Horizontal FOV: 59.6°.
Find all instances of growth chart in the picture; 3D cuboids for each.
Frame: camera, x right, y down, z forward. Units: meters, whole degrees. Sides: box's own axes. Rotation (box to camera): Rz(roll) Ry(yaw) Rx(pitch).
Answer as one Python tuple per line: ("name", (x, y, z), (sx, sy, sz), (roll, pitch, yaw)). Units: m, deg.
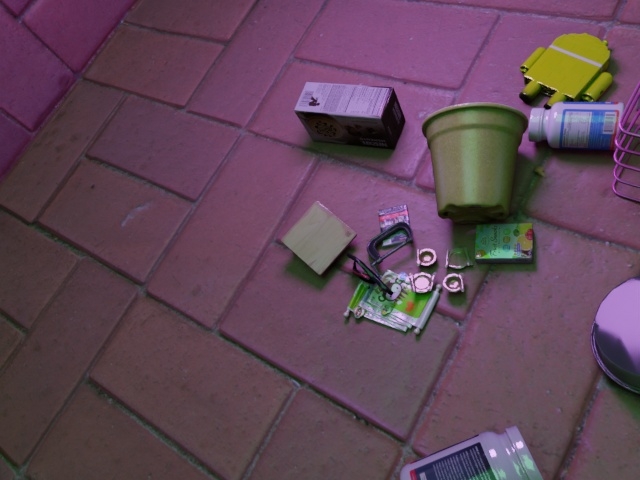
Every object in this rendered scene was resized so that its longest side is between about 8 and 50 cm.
("growth chart", (0.195, 0.157, 1.506), (0.237, 0.021, 0.172), (12, 69, 27))

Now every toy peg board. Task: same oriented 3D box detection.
("toy peg board", (0.000, 0.000, 1.647), (0.160, 0.079, 0.161), (40, 85, 17))

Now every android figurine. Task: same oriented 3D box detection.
("android figurine", (0.705, -0.486, 1.598), (0.248, 0.056, 0.273), (37, 83, 33))

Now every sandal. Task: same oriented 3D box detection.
("sandal", (0.124, 0.096, 1.518), (0.040, 0.067, 0.179), (-48, 59, 6))

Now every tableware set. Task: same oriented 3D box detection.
("tableware set", (0.317, 0.078, 1.482), (0.168, 0.020, 0.141), (-1, 56, 19))

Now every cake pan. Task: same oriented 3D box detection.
("cake pan", (0.722, 0.186, 1.187), (0.293, 0.054, 0.293), (-28, 39, 25))

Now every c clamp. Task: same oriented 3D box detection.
("c clamp", (0.195, 0.019, 1.549), (0.160, 0.022, 0.137), (-38, 39, 0))

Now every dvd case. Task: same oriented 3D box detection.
("dvd case", (0.214, -0.043, 1.604), (0.087, 0.013, 0.120), (-13, 59, 16))

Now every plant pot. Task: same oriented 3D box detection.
("plant pot", (0.402, -0.185, 1.470), (0.275, 0.276, 0.254), (-1, 75, 22))

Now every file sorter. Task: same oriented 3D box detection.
("file sorter", (0.798, -0.225, 1.290), (0.182, 0.291, 0.202), (24, 76, 33))

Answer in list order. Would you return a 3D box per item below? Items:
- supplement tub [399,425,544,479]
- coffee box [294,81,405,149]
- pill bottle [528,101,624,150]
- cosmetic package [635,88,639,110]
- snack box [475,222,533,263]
("supplement tub", (0.321, 0.519, 1.166), (0.272, 0.191, 0.191), (-26, 58, 9))
("coffee box", (0.094, -0.389, 1.739), (0.297, 0.168, 0.119), (12, 70, 26))
("pill bottle", (0.673, -0.304, 1.479), (0.221, 0.124, 0.124), (8, 68, 26))
("cosmetic package", (0.959, -0.352, 1.363), (0.309, 0.160, 0.113), (35, 81, 31))
("snack box", (0.477, 0.008, 1.452), (0.141, 0.037, 0.100), (-1, 64, 23))
